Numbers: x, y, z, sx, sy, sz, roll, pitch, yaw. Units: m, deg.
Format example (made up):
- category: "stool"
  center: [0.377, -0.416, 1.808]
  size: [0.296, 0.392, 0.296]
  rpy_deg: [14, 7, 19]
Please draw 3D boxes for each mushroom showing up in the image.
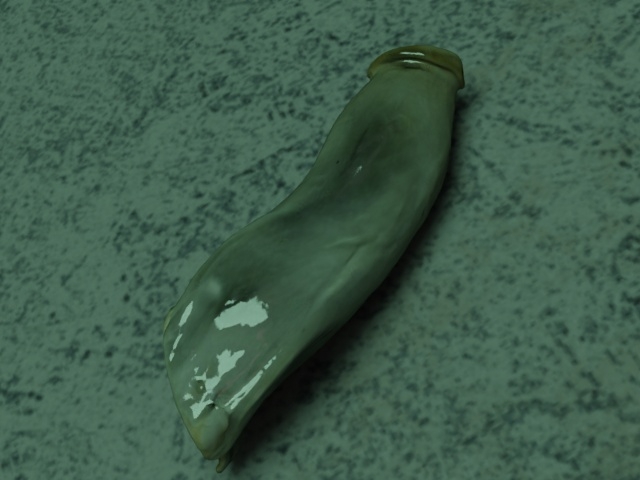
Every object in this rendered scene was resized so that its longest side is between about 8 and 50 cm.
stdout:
- category: "mushroom"
  center: [0.002, 0.000, 1.084]
  size: [0.109, 0.097, 0.351]
  rpy_deg: [22, 64, 34]
